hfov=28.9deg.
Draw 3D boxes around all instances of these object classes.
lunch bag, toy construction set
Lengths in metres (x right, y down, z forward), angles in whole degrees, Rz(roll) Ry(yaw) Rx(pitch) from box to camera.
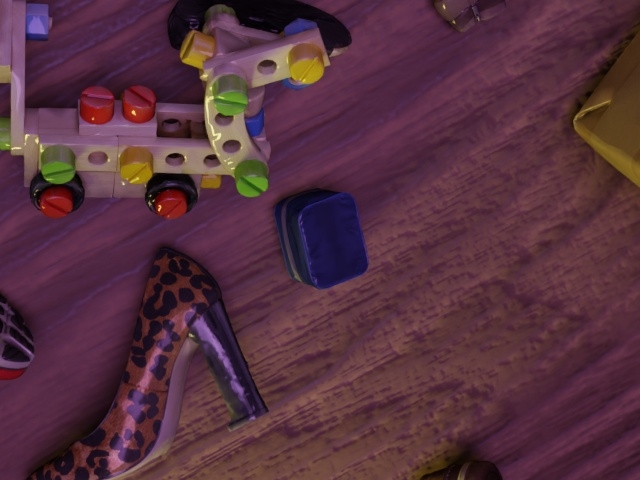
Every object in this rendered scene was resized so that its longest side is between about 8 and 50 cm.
[{"bbox_3d":[0.000,0.000,1.200,0.067,0.065,0.099,-18,107,-24],"label":"lunch bag"},{"bbox_3d":[-0.166,-0.126,1.075,0.327,0.151,0.215,12,138,-3],"label":"toy construction set"}]

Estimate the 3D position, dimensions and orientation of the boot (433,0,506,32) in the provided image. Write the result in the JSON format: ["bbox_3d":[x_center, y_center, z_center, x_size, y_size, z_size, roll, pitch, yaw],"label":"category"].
[{"bbox_3d":[0.157,-0.258,1.184,0.118,0.042,0.087,-31,114,-2],"label":"boot"}]

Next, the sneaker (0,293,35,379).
[{"bbox_3d":[-0.402,0.085,1.131,0.278,0.107,0.118,15,119,-12],"label":"sneaker"}]

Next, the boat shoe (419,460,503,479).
[{"bbox_3d":[0.172,0.348,1.323,0.095,0.095,0.258,-10,107,28],"label":"boat shoe"}]

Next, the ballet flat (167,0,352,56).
[{"bbox_3d":[-0.056,-0.195,1.154,0.173,0.058,0.049,6,142,-12],"label":"ballet flat"}]

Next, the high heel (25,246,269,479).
[{"bbox_3d":[-0.198,0.131,1.199,0.261,0.093,0.186,-25,86,8],"label":"high heel"}]

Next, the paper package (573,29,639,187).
[{"bbox_3d":[0.468,-0.125,1.193,0.324,0.168,0.309,31,102,-21],"label":"paper package"}]
